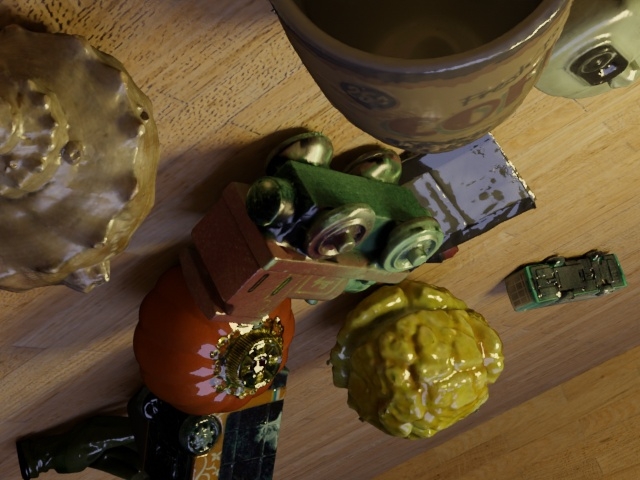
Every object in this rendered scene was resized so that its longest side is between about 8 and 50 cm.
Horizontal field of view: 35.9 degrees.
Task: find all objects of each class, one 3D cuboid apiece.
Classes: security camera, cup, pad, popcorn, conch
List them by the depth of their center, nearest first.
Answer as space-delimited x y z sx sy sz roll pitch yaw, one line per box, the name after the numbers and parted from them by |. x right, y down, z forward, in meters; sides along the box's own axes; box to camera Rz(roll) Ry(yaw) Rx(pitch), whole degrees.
0.101 -0.211 0.777 0.301 0.227 0.257 -53 166 -8 | cup
-0.263 -0.043 0.835 0.263 0.186 0.324 -2 155 -2 | conch
0.323 -0.210 1.124 0.157 0.080 0.301 -34 158 25 | security camera
0.146 -0.049 1.285 0.233 0.022 0.174 -30 125 21 | pad
0.153 0.207 1.672 0.247 0.282 0.282 -23 165 -47 | popcorn

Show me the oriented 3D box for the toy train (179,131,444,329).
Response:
0.000 0.000 1.161 0.304 0.150 0.221 8 134 -50 | toy train

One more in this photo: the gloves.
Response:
-0.392 0.363 1.722 0.268 0.107 0.135 2 144 -12 | gloves

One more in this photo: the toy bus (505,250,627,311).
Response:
0.482 0.080 1.928 0.262 0.091 0.109 -4 162 -36 | toy bus

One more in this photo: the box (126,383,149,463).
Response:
-0.224 0.308 1.702 0.201 0.144 0.090 -4 155 -40 | box

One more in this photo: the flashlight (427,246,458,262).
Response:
0.073 0.020 1.393 0.232 0.093 0.093 -20 158 2 | flashlight

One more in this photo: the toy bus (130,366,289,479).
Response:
-0.173 0.320 1.538 0.194 0.162 0.323 -1 105 -40 | toy bus

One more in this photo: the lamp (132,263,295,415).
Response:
-0.137 0.119 1.280 0.223 0.196 0.223 -23 126 -35 | lamp

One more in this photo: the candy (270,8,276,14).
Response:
-0.018 -0.220 0.842 0.030 0.020 0.083 -9 154 -33 | candy
